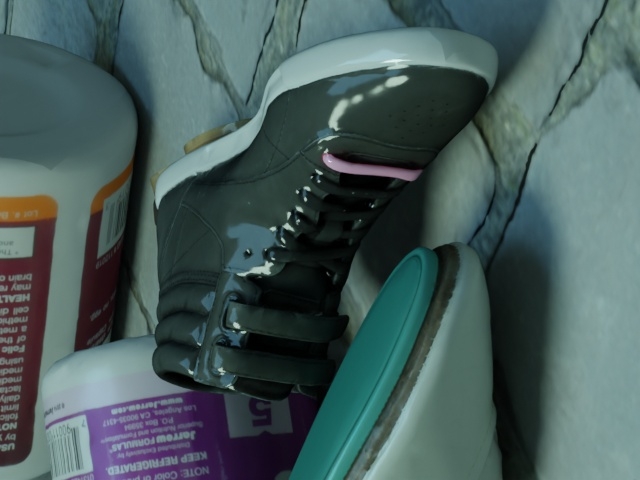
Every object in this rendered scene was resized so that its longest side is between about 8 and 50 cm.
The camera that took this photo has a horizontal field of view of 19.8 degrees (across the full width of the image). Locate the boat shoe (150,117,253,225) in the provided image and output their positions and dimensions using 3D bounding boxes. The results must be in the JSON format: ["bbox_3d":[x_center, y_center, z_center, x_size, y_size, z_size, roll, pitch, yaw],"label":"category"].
[{"bbox_3d":[-0.055,-0.027,1.150,0.207,0.073,0.073,146,116,-71],"label":"boat shoe"}]

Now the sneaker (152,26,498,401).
[{"bbox_3d":[0.000,0.000,0.937,0.296,0.104,0.147,-31,54,55],"label":"sneaker"}]

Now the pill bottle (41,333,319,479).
[{"bbox_3d":[-0.065,0.211,1.090,0.169,0.169,0.301,149,114,-63],"label":"pill bottle"}]

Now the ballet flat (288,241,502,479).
[{"bbox_3d":[0.012,0.190,0.931,0.400,0.139,0.139,-61,33,12],"label":"ballet flat"}]

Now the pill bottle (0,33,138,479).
[{"bbox_3d":[-0.277,0.053,1.467,0.224,0.224,0.392,-125,39,-49],"label":"pill bottle"}]
